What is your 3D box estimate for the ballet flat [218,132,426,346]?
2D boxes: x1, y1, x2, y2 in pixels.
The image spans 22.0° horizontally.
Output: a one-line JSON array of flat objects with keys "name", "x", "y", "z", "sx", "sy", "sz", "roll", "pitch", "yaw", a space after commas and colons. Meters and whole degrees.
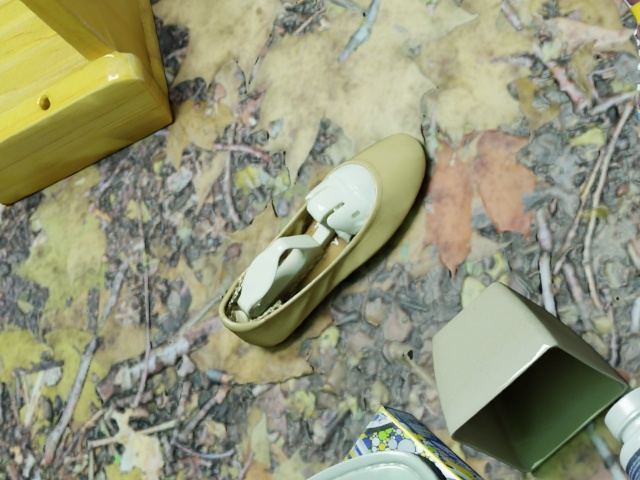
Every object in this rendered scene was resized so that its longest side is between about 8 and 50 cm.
[{"name": "ballet flat", "x": 0.000, "y": 0.000, "z": 1.402, "sx": 0.232, "sy": 0.073, "sz": 0.080, "roll": -51, "pitch": 57, "yaw": 12}]

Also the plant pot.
[{"name": "plant pot", "x": 0.149, "y": 0.097, "z": 1.266, "sx": 0.109, "sy": 0.109, "sz": 0.096, "roll": -44, "pitch": 45, "yaw": 17}]

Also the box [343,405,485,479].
[{"name": "box", "x": 0.099, "y": 0.205, "z": 1.296, "sx": 0.169, "sy": 0.054, "sz": 0.059, "roll": 40, "pitch": 102, "yaw": 35}]

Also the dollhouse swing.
[{"name": "dollhouse swing", "x": -0.323, "y": -0.267, "z": 1.546, "sx": 0.315, "sy": 0.305, "sz": 0.347, "roll": -24, "pitch": 67, "yaw": 27}]

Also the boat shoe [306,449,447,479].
[{"name": "boat shoe", "x": 0.003, "y": 0.259, "z": 1.296, "sx": 0.302, "sy": 0.091, "sz": 0.114, "roll": -42, "pitch": 73, "yaw": 29}]

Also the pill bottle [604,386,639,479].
[{"name": "pill bottle", "x": 0.260, "y": 0.165, "z": 1.191, "sx": 0.067, "sy": 0.067, "sz": 0.120, "roll": -44, "pitch": 59, "yaw": 17}]

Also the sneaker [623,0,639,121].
[{"name": "sneaker", "x": 0.264, "y": -0.134, "z": 1.262, "sx": 0.084, "sy": 0.069, "sz": 0.185, "roll": -40, "pitch": 58, "yaw": 13}]
